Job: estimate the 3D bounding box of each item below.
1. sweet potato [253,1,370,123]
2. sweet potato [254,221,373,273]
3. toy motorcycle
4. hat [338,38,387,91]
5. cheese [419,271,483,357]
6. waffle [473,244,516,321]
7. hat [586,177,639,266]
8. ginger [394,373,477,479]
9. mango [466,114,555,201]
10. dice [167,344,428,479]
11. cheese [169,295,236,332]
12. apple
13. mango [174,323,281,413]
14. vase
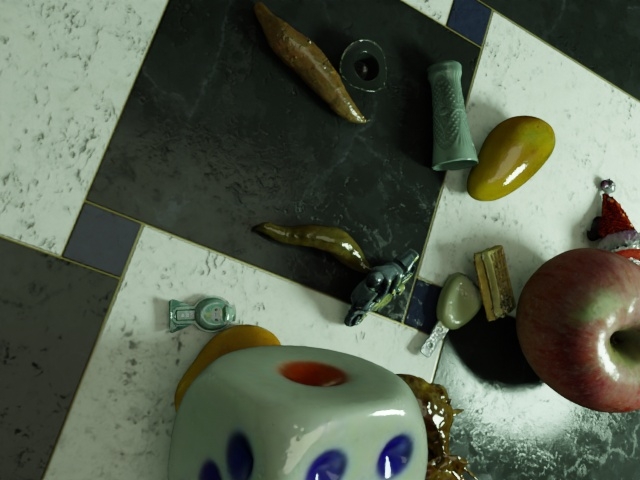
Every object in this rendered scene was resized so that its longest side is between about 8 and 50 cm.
[{"bbox_3d":[-0.015,-0.341,1.279,0.314,0.072,0.066,42,49,-13],"label":"sweet potato"},{"bbox_3d":[-0.001,-0.002,1.256,0.250,0.059,0.069,20,114,-20],"label":"sweet potato"},{"bbox_3d":[0.117,0.087,1.271,0.193,0.124,0.061,-38,63,-18],"label":"toy motorcycle"},{"bbox_3d":[0.082,-0.346,1.331,0.121,0.050,0.121,5,79,-28],"label":"hat"},{"bbox_3d":[0.266,0.161,1.369,0.097,0.037,0.192,43,69,-13],"label":"cheese"},{"bbox_3d":[0.370,0.089,1.395,0.102,0.042,0.147,-15,93,-57],"label":"waffle"},{"bbox_3d":[0.692,-0.041,1.557,0.140,0.129,0.227,-5,68,-2],"label":"hat"},{"bbox_3d":[0.204,0.433,1.241,0.254,0.176,0.418,-34,91,-15],"label":"ginger"},{"bbox_3d":[0.406,-0.181,1.426,0.253,0.113,0.138,-41,115,-16],"label":"mango"},{"bbox_3d":[-0.036,0.343,1.011,0.304,0.277,0.304,2,101,-41],"label":"dice"},{"bbox_3d":[-0.208,0.132,1.169,0.121,0.026,0.067,0,85,-24],"label":"cheese"},{"bbox_3d":[0.571,0.185,1.391,0.345,0.269,0.344,-1,96,-10],"label":"apple"},{"bbox_3d":[-0.157,0.234,1.141,0.217,0.102,0.141,-33,94,-25],"label":"mango"},{"bbox_3d":[0.272,-0.264,1.388,0.096,0.096,0.219,-2,83,-24],"label":"vase"}]
